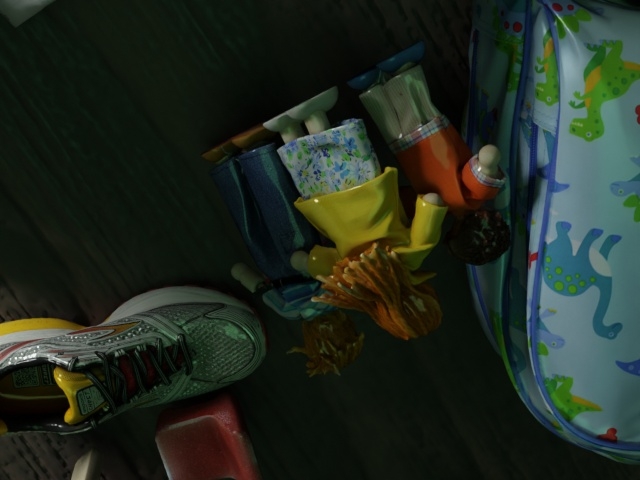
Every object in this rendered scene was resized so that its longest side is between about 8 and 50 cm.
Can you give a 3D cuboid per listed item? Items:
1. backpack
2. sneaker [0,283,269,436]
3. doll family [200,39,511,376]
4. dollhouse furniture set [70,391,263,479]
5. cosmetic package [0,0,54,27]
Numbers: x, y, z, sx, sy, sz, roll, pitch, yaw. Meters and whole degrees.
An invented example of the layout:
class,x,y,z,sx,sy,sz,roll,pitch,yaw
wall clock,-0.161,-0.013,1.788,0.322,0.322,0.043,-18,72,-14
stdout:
class,x,y,z,sx,sy,sz,roll,pitch,yaw
backpack,0.218,-0.035,0.846,0.290,0.273,0.356,4,123,-13
sneaker,-0.145,0.097,0.934,0.225,0.093,0.088,-13,112,0
doll family,0.000,0.000,0.824,0.118,0.263,0.163,-33,98,-38
dollhouse furniture set,-0.005,0.262,0.958,0.374,0.152,0.201,36,105,-22
cosmetic package,-0.171,-0.185,0.744,0.099,0.239,0.060,46,77,-18
